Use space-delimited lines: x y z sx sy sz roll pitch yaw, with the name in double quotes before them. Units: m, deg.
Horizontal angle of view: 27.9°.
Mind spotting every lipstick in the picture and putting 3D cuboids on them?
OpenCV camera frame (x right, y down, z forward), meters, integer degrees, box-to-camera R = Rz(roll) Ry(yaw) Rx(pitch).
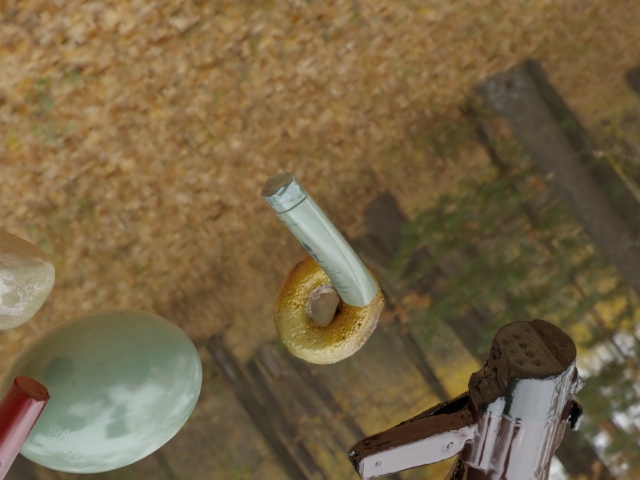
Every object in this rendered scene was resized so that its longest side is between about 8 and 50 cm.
"lipstick" -0.521 0.343 2.036 0.280 0.073 0.073 -58 171 12

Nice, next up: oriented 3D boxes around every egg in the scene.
"egg" -0.382 0.262 2.259 0.389 0.276 0.276 -14 162 -42

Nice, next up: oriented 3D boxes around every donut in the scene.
"donut" 0.008 0.100 2.056 0.190 0.174 0.074 -48 168 -9

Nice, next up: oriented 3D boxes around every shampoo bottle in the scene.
"shampoo bottle" 0.000 0.000 1.714 0.049 0.212 0.072 -47 -155 -19

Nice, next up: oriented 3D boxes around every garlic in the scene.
"garlic" -0.492 0.055 1.973 0.145 0.164 0.245 -39 -168 -2

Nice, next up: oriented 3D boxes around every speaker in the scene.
"speaker" 0.165 0.244 1.472 0.259 0.330 0.198 1 -145 4
